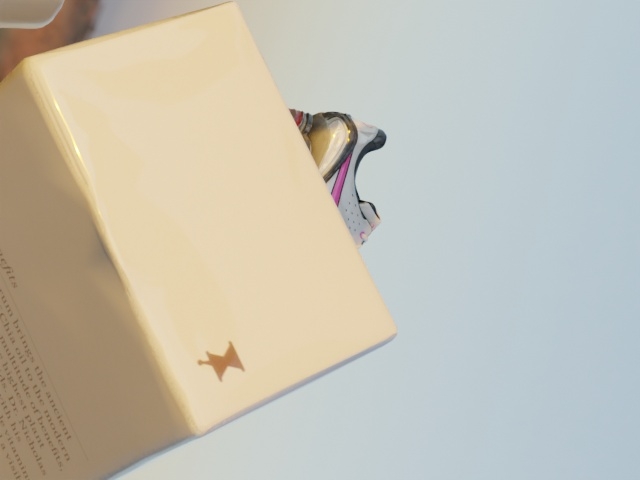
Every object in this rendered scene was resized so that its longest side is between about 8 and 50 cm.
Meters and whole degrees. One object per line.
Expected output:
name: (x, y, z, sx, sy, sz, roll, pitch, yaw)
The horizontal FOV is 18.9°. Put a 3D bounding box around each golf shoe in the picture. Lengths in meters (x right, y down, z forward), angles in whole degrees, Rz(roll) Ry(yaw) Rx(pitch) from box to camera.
golf shoe: (0.000, 0.000, 1.366, 0.067, 0.086, 0.186, -100, -164, -68)

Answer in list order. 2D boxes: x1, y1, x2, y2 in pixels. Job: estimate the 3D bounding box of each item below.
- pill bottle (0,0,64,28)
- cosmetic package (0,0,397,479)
pill bottle: (-0.332, -0.214, 1.105, 0.204, 0.361, 0.204, 179, -90, -65)
cosmetic package: (-0.174, 0.052, 1.244, 0.161, 0.230, 0.453, -22, 175, -38)
